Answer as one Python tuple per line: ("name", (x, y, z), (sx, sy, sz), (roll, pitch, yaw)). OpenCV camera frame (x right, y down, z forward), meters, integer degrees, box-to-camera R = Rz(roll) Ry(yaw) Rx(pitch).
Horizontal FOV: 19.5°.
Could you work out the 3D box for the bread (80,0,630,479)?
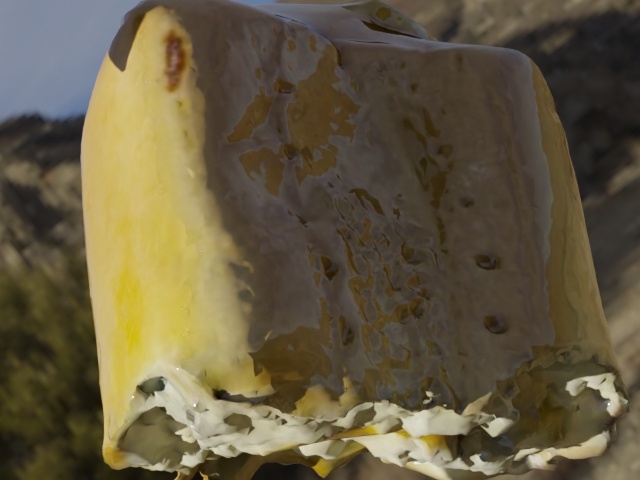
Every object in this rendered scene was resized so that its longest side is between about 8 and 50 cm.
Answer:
("bread", (0.000, 0.000, 1.338), (0.361, 0.394, 0.250), (3, -32, -23))
